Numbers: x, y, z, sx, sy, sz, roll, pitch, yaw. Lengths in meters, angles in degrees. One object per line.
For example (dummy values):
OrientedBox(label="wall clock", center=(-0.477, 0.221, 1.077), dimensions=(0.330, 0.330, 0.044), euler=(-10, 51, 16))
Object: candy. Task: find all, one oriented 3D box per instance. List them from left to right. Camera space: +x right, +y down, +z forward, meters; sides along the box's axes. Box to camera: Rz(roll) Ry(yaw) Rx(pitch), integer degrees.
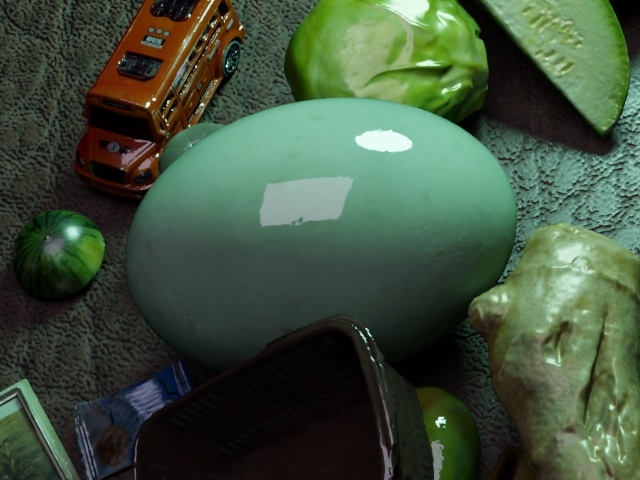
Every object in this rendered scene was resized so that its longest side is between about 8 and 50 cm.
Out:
OrientedBox(label="candy", center=(-0.187, 0.184, 1.967), dimensions=(0.136, 0.038, 0.088), euler=(-23, 68, 5))

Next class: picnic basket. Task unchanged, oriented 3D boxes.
OrientedBox(label="picnic basket", center=(-0.021, 0.218, 1.791), dimensions=(0.297, 0.129, 0.222), euler=(-29, 55, 28))

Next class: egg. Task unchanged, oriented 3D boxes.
OrientedBox(label="egg", center=(0.000, 0.000, 1.900), dimensions=(0.389, 0.276, 0.276), euler=(-11, 55, 5))

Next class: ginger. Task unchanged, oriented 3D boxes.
OrientedBox(label="ginger", center=(0.238, 0.134, 1.804), dimensions=(0.190, 0.126, 0.354), euler=(7, 55, -22))

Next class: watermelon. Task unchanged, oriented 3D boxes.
OrientedBox(label="watermelon", center=(-0.289, 0.008, 2.089), dimensions=(0.105, 0.062, 0.105), euler=(-9, 56, 13))

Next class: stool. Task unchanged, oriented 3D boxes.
OrientedBox(label="stool", center=(-0.118, -0.064, 2.071), dimensions=(0.096, 0.110, 0.096), euler=(-7, 55, 10))

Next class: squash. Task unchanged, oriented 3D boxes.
OrientedBox(label="squash", center=(0.225, -0.270, 2.066), dimensions=(0.111, 0.203, 0.288), euler=(-41, 52, 4))

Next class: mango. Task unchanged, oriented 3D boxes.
OrientedBox(label="mango", center=(0.089, 0.227, 1.845), dimensions=(0.122, 0.085, 0.191), euler=(5, 57, 12))

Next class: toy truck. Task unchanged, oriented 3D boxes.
OrientedBox(label="toy truck", center=(-0.185, -0.172, 2.156), dimensions=(0.107, 0.114, 0.252), euler=(16, 61, 20))

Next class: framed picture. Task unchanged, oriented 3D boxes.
OrientedBox(label="framed picture", center=(-0.376, 0.279, 1.956), dimensions=(0.274, 0.017, 0.217), euler=(-31, 56, -9))

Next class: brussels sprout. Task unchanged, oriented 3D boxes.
OrientedBox(label="brussels sprout", center=(0.069, -0.188, 2.080), dimensions=(0.223, 0.161, 0.223), euler=(-6, 48, 6))

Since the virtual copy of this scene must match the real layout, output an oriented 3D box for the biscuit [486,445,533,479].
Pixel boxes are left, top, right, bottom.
OrientedBox(label="biscuit", center=(0.215, 0.286, 1.787), dimensions=(0.183, 0.039, 0.174), euler=(33, 39, 10))
